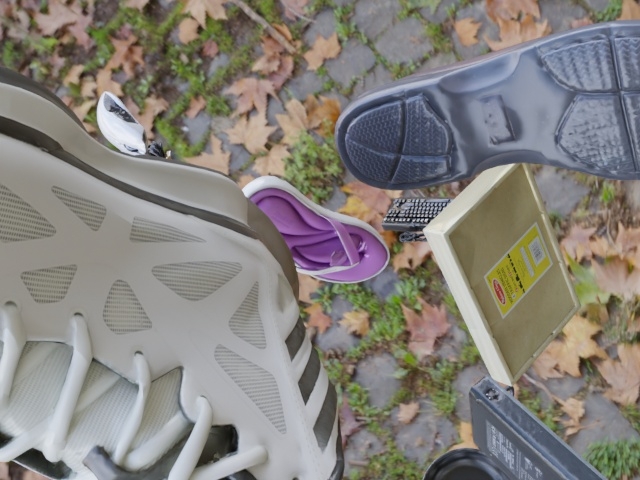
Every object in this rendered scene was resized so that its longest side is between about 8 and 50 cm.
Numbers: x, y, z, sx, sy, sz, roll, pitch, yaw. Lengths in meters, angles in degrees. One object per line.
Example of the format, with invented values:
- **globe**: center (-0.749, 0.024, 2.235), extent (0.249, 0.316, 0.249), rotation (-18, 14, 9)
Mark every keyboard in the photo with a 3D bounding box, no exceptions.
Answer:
- **keyboard**: center (0.192, -0.041, 1.349), extent (0.180, 0.023, 0.108), rotation (3, 59, 47)

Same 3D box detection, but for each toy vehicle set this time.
- **toy vehicle set**: center (0.246, 0.041, 0.935), extent (0.166, 0.266, 0.035), rotation (-41, 30, -21)

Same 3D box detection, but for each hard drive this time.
- **hard drive**: center (0.161, 0.165, 0.502), extent (0.022, 0.094, 0.135), rotation (-35, 51, -16)

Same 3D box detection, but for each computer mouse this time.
- **computer mouse**: center (-0.288, -0.148, 1.074), extent (0.042, 0.106, 0.193), rotation (-33, 64, -27)

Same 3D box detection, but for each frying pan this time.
- **frying pan**: center (0.303, 0.461, 1.463), extent (0.197, 0.053, 0.326), rotation (0, 68, 8)

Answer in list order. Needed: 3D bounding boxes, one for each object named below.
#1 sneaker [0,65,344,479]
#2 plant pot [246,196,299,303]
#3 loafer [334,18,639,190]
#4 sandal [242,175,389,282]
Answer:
- **sneaker**: center (-0.114, 0.069, 0.361), extent (0.169, 0.447, 0.257), rotation (-44, 70, 19)
- **plant pot**: center (-0.236, 0.100, 1.099), extent (0.323, 0.280, 0.323), rotation (14, 123, 22)
- **loafer**: center (0.160, -0.103, 0.503), extent (0.303, 0.109, 0.095), rotation (-4, 32, 25)
- **sandal**: center (-0.010, 0.011, 1.505), extent (0.169, 0.416, 0.102), rotation (-48, 39, 20)
